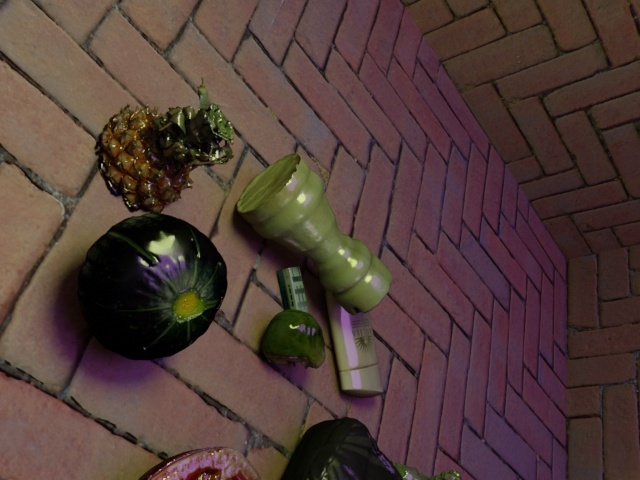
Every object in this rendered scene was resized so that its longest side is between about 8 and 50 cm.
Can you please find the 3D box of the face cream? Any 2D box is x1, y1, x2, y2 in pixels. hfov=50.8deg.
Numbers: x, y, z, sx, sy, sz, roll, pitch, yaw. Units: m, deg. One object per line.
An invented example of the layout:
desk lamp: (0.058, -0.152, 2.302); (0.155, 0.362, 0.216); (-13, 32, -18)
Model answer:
face cream: (0.097, 0.289, 1.971); (0.173, 0.081, 0.349); (3, 74, -52)

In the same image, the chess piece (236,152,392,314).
chess piece: (0.000, 0.000, 1.785); (0.442, 0.234, 0.234); (48, 42, -22)

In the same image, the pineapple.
pineapple: (-0.300, -0.210, 1.457); (0.262, 0.271, 0.263); (24, 58, -47)

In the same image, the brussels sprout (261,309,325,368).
brussels sprout: (-0.061, 0.249, 1.715); (0.183, 0.131, 0.145); (19, 77, -37)

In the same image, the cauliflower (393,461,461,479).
cauliflower: (0.284, 0.747, 1.979); (0.315, 0.239, 0.256); (48, 66, -7)

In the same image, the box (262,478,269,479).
box: (-0.194, 0.544, 1.499); (0.207, 0.050, 0.041); (31, 50, -44)

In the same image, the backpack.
backpack: (0.086, 0.675, 1.665); (0.446, 0.255, 0.363); (52, 38, -7)

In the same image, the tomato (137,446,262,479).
tomato: (-0.260, 0.557, 1.305); (0.338, 0.143, 0.338); (9, 76, -41)

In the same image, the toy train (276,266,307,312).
toy train: (-0.065, 0.190, 1.815); (0.052, 0.051, 0.234); (-3, 79, -50)

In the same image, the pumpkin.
pumpkin: (-0.352, 0.081, 1.337); (0.296, 0.295, 0.296); (25, 57, -47)
